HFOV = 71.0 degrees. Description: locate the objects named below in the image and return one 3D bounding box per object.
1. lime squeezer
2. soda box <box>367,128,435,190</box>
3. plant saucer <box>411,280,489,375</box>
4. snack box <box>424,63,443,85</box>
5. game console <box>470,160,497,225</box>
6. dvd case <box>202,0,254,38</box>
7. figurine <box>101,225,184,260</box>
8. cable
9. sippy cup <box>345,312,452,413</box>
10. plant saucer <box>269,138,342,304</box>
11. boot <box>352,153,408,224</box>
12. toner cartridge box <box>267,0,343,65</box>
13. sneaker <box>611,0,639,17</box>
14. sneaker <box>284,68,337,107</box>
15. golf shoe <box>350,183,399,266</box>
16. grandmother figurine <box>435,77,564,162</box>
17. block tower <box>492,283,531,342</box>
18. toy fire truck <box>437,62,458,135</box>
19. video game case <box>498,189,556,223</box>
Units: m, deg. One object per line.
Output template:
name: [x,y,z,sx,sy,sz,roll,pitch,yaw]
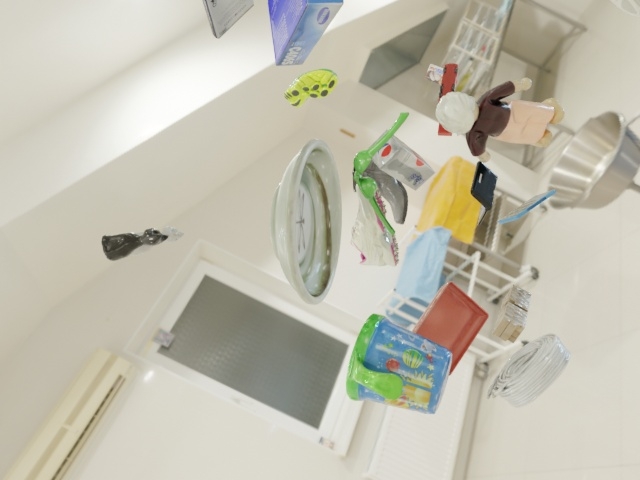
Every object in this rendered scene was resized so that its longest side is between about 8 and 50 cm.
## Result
lime squeezer: [0.129,-0.147,1.027,0.059,0.109,0.310,-98,5,-53]
soda box: [0.268,-0.256,1.468,0.098,0.091,0.286,-44,-29,20]
plant saucer: [0.420,0.293,1.507,0.259,0.258,0.047,-55,30,-5]
snack box: [0.488,-0.687,1.868,0.178,0.022,0.064,-112,39,-59]
game console: [0.405,-0.121,1.146,0.071,0.107,0.122,-30,30,51]
dvd case: [-0.282,-0.754,1.359,0.179,0.029,0.239,-49,-9,-13]
figurine: [-0.608,-0.001,1.573,0.215,0.209,0.092,-34,-69,-81]
cable: [0.657,0.403,1.397,0.257,0.089,0.257,-28,-20,-50]
sippy cup: [0.211,0.330,1.159,0.305,0.224,0.240,-50,-35,-46]
plant saucer: [-0.040,-0.044,1.109,0.400,0.100,0.401,2,-90,-74]
boot: [0.248,-0.216,1.942,0.118,0.222,0.338,102,164,-62]
toner cartridge box: [-0.045,-0.518,0.977,0.348,0.075,0.165,-167,68,-74]
sneaker: [0.726,-0.690,1.120,0.169,0.447,0.257,-10,47,54]
sneaker: [-0.035,-0.583,1.651,0.295,0.109,0.123,5,61,57]
golf shoe: [0.141,-0.037,1.347,0.115,0.140,0.306,-70,-36,-54]
grandmother figurine: [0.415,-0.284,1.062,0.104,0.342,0.208,44,127,54]
block tower: [0.807,0.304,1.882,0.335,0.091,0.097,-34,-29,-54]
toy fire truck: [0.411,-0.450,1.445,0.135,0.047,0.192,44,-125,-65]
video game case: [0.691,-0.112,1.506,0.166,0.015,0.119,-33,-1,-8]
